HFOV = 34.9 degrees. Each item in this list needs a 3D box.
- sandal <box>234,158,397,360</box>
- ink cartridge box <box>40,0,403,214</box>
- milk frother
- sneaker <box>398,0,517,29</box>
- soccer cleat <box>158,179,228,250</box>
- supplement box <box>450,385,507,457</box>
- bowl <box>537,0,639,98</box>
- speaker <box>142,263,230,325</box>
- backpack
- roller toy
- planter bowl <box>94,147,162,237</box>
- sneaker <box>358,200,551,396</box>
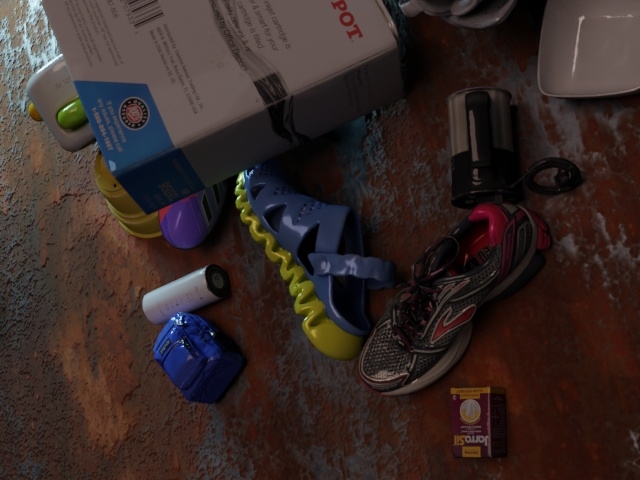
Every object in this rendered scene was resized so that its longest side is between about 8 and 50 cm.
[{"bbox_3d":[0.000,0.000,1.358,0.138,0.126,0.317,-43,64,19],"label":"sandal"},{"bbox_3d":[-0.123,-0.254,1.352,0.395,0.166,0.285,-24,71,-1],"label":"ink cartridge box"},{"bbox_3d":[0.230,-0.116,1.230,0.143,0.129,0.134,0,77,-6],"label":"milk frother"},{"bbox_3d":[0.259,-0.342,1.156,0.366,0.210,0.137,-12,114,39],"label":"sneaker"},{"bbox_3d":[-0.180,-0.143,1.506,0.109,0.116,0.318,15,88,7],"label":"soccer cleat"},{"bbox_3d":[0.188,0.217,1.212,0.055,0.043,0.083,-9,76,34],"label":"supplement box"},{"bbox_3d":[0.332,-0.230,1.190,0.142,0.053,0.141,2,82,38],"label":"bowl"},{"bbox_3d":[-0.204,0.083,1.531,0.136,0.055,0.055,-25,67,32],"label":"speaker"},{"bbox_3d":[-0.186,0.160,1.475,0.098,0.101,0.120,-50,52,10],"label":"backpack"},{"bbox_3d":[-0.360,-0.245,1.614,0.146,0.191,0.209,58,157,-9],"label":"roller toy"},{"bbox_3d":[-0.294,-0.117,1.620,0.217,0.090,0.217,-8,76,35],"label":"planter bowl"},{"bbox_3d":[0.140,0.065,1.238,0.299,0.112,0.121,-52,55,18],"label":"sneaker"}]
